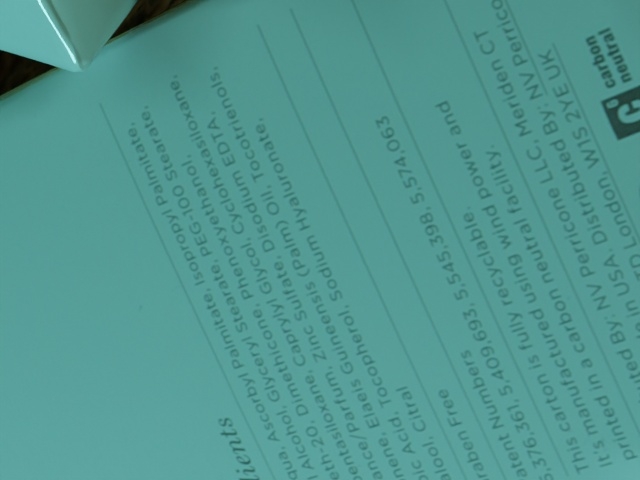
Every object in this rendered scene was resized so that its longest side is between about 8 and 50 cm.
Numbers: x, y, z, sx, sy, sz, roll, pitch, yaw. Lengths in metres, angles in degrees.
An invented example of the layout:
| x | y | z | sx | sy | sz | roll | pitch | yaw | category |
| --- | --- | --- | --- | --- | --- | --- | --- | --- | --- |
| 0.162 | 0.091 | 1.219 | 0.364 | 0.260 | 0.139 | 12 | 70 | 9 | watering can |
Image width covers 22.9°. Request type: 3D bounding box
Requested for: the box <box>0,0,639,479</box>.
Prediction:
| x | y | z | sx | sy | sz | roll | pitch | yaw | category |
| --- | --- | --- | --- | --- | --- | --- | --- | --- | --- |
| 0.000 | 0.000 | 0.525 | 0.168 | 0.345 | 0.215 | 65 | 30 | -5 | box |

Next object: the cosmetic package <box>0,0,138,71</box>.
| x | y | z | sx | sy | sz | roll | pitch | yaw | category |
| --- | --- | --- | --- | --- | --- | --- | --- | --- | --- |
| -0.071 | -0.252 | 0.477 | 0.385 | 0.217 | 0.156 | -60 | 150 | -26 | cosmetic package |
